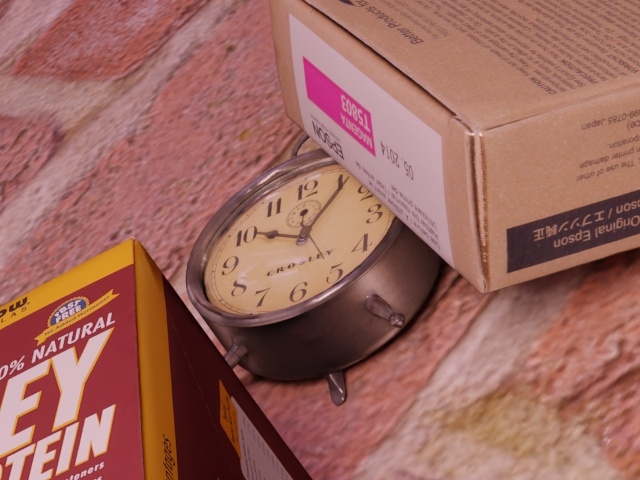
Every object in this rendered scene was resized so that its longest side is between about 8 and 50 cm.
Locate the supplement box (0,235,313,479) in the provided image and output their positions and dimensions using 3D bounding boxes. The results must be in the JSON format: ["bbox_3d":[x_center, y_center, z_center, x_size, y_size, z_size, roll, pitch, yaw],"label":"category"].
[{"bbox_3d":[-0.069,0.143,0.639,0.129,0.194,0.191,-28,31,9],"label":"supplement box"}]

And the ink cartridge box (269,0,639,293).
[{"bbox_3d":[0.106,-0.080,0.873,0.193,0.088,0.234,-16,31,-17],"label":"ink cartridge box"}]

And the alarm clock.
[{"bbox_3d":[0.000,0.000,0.935,0.129,0.064,0.192,-19,39,19],"label":"alarm clock"}]
